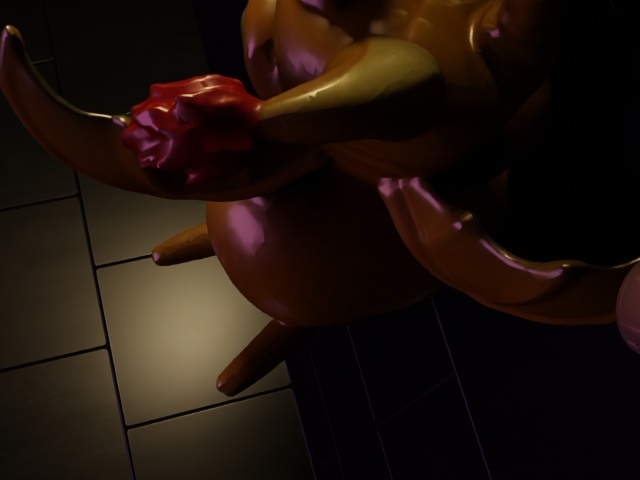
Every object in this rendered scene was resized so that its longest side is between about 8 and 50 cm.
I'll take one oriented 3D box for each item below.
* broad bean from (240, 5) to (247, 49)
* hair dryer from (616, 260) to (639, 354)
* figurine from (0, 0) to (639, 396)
[{"bbox_3d":[-0.003,-0.160,0.892,0.263,0.121,0.189,70,169,-23],"label":"broad bean"},{"bbox_3d":[0.220,0.097,0.400,0.117,0.064,0.181,-149,38,-70],"label":"hair dryer"},{"bbox_3d":[0.004,-0.064,0.578,0.387,0.401,0.268,110,165,-60],"label":"figurine"}]
